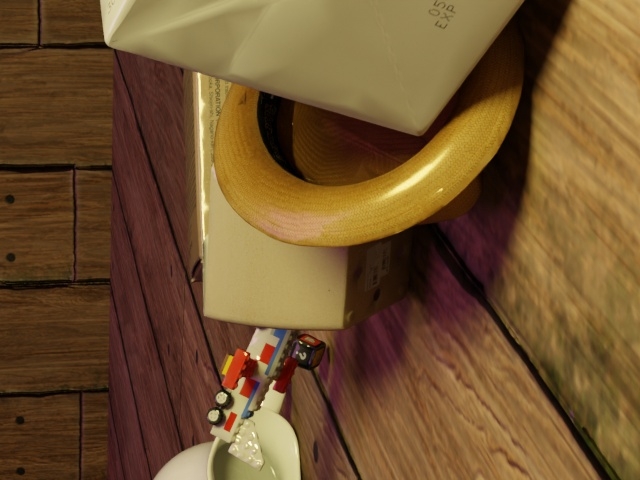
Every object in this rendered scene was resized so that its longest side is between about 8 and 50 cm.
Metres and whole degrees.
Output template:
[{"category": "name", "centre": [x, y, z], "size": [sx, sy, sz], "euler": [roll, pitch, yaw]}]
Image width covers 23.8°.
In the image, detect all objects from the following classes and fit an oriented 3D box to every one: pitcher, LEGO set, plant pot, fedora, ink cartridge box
[{"category": "pitcher", "centre": [-0.082, 0.214, 1.379], "size": [0.207, 0.125, 0.178], "euler": [126, 163, -53]}, {"category": "LEGO set", "centre": [-0.017, 0.040, 1.085], "size": [0.182, 0.060, 0.244], "euler": [-49, -25, -39]}, {"category": "plant pot", "centre": [0.000, 0.000, 0.963], "size": [0.096, 0.109, 0.109], "euler": [19, 117, 31]}, {"category": "fedora", "centre": [0.035, -0.062, 0.818], "size": [0.079, 0.194, 0.194], "euler": [46, -157, -44]}, {"category": "ink cartridge box", "centre": [-0.068, -0.069, 1.273], "size": [0.234, 0.088, 0.193], "euler": [146, 121, -81]}]

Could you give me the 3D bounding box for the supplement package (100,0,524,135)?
[{"category": "supplement package", "centre": [-0.009, -0.228, 0.747], "size": [0.177, 0.175, 0.293], "euler": [-54, 35, 36]}]
